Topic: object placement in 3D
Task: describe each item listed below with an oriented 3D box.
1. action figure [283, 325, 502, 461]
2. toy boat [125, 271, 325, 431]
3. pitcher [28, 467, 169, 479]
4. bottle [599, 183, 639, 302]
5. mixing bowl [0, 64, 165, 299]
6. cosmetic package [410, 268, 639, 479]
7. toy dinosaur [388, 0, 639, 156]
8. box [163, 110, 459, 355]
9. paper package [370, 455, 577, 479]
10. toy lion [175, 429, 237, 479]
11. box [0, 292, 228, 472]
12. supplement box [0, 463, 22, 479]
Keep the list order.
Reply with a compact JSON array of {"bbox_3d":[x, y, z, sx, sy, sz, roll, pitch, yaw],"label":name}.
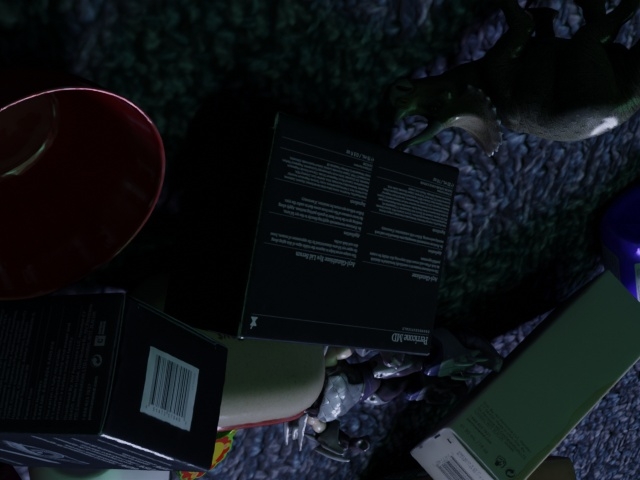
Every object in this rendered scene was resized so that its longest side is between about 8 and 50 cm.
[{"bbox_3d":[0.063,0.160,1.330,0.285,0.099,0.185,-8,137,-35],"label":"action figure"},{"bbox_3d":[-0.109,0.116,1.108,0.231,0.151,0.151,1,156,-44],"label":"toy boat"},{"bbox_3d":[-0.199,0.247,1.087,0.126,0.177,0.207,-6,146,-1],"label":"pitcher"},{"bbox_3d":[0.443,0.037,1.569,0.118,0.092,0.283,-37,144,-7],"label":"bottle"},{"bbox_3d":[-0.215,-0.056,0.833,0.181,0.098,0.181,-26,141,-23],"label":"mixing bowl"},{"bbox_3d":[0.270,0.189,1.453,0.309,0.113,0.160,-39,172,-23],"label":"cosmetic package"},{"bbox_3d":[0.225,-0.151,1.068,0.121,0.314,0.160,14,79,-61],"label":"toy dinosaur"},{"bbox_3d":[0.000,0.000,1.035,0.261,0.103,0.184,12,85,-49],"label":"box"},{"bbox_3d":[0.231,0.459,1.604,0.168,0.309,0.325,-22,162,41],"label":"paper package"},{"bbox_3d":[-0.124,0.222,1.271,0.100,0.034,0.096,-45,152,2],"label":"toy lion"},{"bbox_3d":[-0.202,0.116,0.920,0.153,0.207,0.108,39,53,-57],"label":"box"},{"bbox_3d":[-0.282,0.341,1.096,0.114,0.111,0.220,-31,116,-19],"label":"supplement box"}]
